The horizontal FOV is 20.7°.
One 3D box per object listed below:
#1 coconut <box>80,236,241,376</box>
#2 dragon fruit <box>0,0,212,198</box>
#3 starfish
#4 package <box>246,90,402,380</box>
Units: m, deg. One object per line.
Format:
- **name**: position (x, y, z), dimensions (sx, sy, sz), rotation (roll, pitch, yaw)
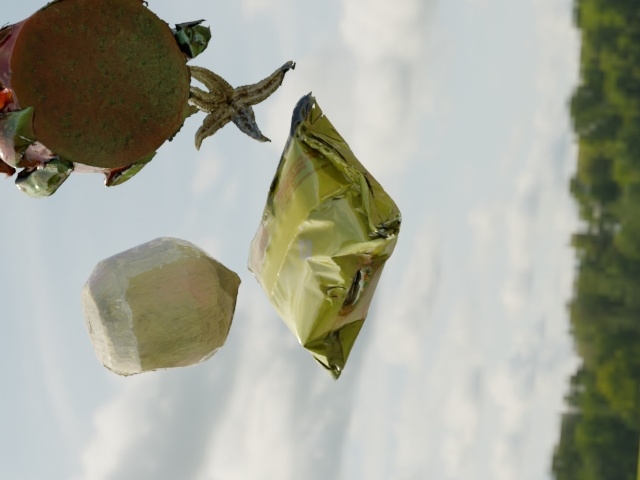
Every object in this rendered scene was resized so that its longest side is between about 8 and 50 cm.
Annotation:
- **coconut**: position (-0.119, 0.050, 1.352), dimensions (0.110, 0.124, 0.110), rotation (165, 90, -70)
- **dragon fruit**: position (-0.166, -0.095, 1.085), dimensions (0.142, 0.175, 0.138), rotation (21, -120, -54)
- **starfish**: position (-0.079, -0.136, 1.721), dimensions (0.133, 0.130, 0.041), rotation (58, 166, 25)
- **package**: position (0.000, 0.000, 1.543), dimensions (0.168, 0.090, 0.226), rotation (56, 143, 29)
